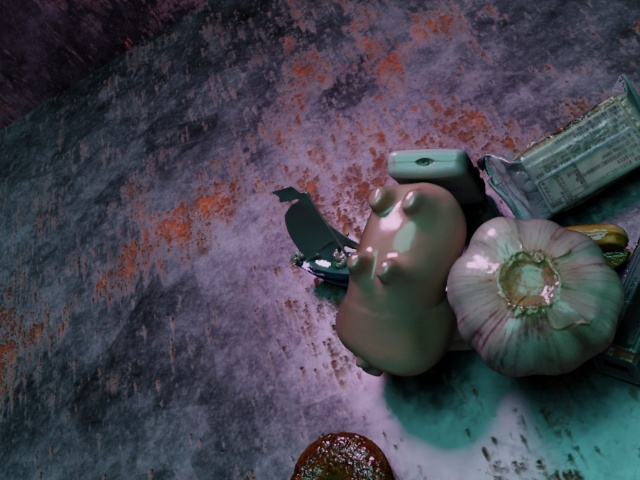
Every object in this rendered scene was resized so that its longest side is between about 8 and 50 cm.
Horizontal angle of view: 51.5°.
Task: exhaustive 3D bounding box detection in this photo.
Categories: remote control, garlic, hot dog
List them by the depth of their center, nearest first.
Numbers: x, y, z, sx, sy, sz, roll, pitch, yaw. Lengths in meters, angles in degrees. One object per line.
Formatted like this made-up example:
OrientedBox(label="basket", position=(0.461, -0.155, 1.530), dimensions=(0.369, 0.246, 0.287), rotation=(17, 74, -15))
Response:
OrientedBox(label="garlic", position=(0.324, 0.091, 1.003), dimensions=(0.244, 0.253, 0.245), rotation=(-8, 69, 21))
OrientedBox(label="hot dog", position=(0.396, 0.016, 1.123), dimensions=(0.235, 0.092, 0.062), rotation=(-3, 36, 27))
OrientedBox(label="remote control", position=(0.221, -0.110, 1.202), dimensions=(0.140, 0.296, 0.056), rotation=(2, 85, 21))

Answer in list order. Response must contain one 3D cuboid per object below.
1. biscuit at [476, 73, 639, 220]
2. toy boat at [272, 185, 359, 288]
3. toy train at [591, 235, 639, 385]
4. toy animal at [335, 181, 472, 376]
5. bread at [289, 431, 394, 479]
OrientedBox(label="biscuit", position=(0.457, -0.148, 1.181), dimensions=(0.309, 0.079, 0.186), rotation=(-33, 84, 7))
OrientedBox(label="toy boat", position=(0.000, 0.000, 1.241), dimensions=(0.220, 0.291, 0.067), rotation=(4, 60, 34))
OrientedBox(label="toy train", position=(0.536, 0.027, 1.029), dimensions=(0.089, 0.086, 0.410), rotation=(19, 66, 40))
OrientedBox(label="toy animal", position=(0.141, 0.069, 1.104), dimensions=(0.237, 0.269, 0.327), rotation=(18, 80, 45))
OrientedBox(label="bread", position=(0.031, 0.396, 1.067), dimensions=(0.193, 0.064, 0.193), rotation=(-18, 51, 23))
